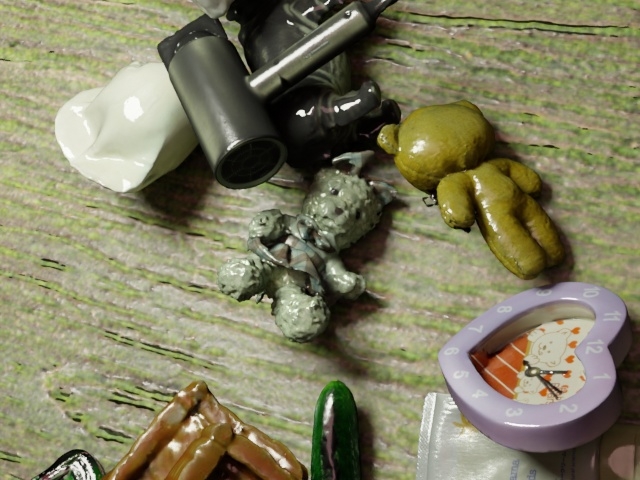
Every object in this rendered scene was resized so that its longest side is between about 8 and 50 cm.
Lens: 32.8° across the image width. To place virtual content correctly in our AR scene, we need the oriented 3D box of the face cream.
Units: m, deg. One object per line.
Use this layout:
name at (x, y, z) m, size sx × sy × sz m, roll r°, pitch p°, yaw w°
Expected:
face cream at (0.193, 0.201, 1.002) m, size 0.224 × 0.070 × 0.114 m, roll 0°, pitch 72°, yaw 25°

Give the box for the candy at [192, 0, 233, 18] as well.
candy at (-0.189, -0.395, 1.140) m, size 0.145 × 0.208 × 0.359 m, roll -49°, pitch 40°, yaw 10°

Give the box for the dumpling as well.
dumpling at (-0.195, -0.140, 1.185) m, size 0.151 × 0.124 × 0.229 m, roll 21°, pitch 48°, yaw 25°

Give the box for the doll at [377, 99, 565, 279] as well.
doll at (0.152, -0.044, 1.078) m, size 0.137 × 0.097 × 0.210 m, roll -23°, pitch 70°, yaw -33°

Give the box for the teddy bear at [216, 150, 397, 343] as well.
teddy bear at (-0.011, 0.011, 1.105) m, size 0.133 × 0.111 × 0.213 m, roll 41°, pitch 61°, yaw -5°

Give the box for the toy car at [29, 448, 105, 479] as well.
toy car at (-0.284, 0.272, 1.116) m, size 0.142 × 0.055 × 0.069 m, roll -35°, pitch 63°, yaw 2°

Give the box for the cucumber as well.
cucumber at (0.009, 0.275, 1.031) m, size 0.056 × 0.056 × 0.284 m, roll 1°, pitch 77°, yaw 17°

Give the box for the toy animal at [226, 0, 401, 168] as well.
toy animal at (-0.033, -0.231, 1.182) m, size 0.168 × 0.106 × 0.343 m, roll -35°, pitch 60°, yaw 11°

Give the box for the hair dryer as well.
hair dryer at (-0.032, -0.192, 1.071) m, size 0.248 × 0.078 × 0.196 m, roll -32°, pitch 60°, yaw 9°

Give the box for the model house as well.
model house at (-0.116, 0.243, 1.008) m, size 0.219 × 0.199 × 0.229 m, roll -7°, pitch 74°, yaw 1°

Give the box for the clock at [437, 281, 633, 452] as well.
clock at (0.194, 0.121, 0.991) m, size 0.172 × 0.064 × 0.198 m, roll -6°, pitch 32°, yaw 25°
